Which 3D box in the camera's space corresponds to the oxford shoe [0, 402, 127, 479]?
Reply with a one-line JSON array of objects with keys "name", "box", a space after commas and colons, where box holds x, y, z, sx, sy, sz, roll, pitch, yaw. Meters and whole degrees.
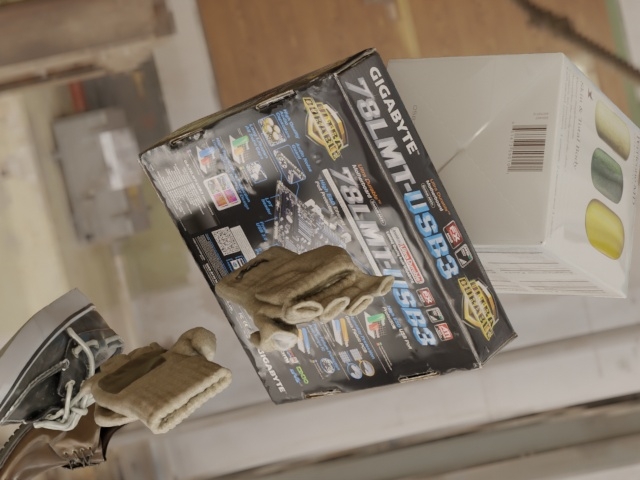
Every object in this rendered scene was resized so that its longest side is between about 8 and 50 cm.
[{"name": "oxford shoe", "box": [-0.323, 0.257, 1.928, 0.227, 0.096, 0.083, -39, 157, -17]}]

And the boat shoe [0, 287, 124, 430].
[{"name": "boat shoe", "box": [-0.270, 0.137, 1.527, 0.113, 0.105, 0.306, -48, -178, 9]}]

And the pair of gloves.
[{"name": "pair of gloves", "box": [-0.074, 0.081, 1.221, 0.240, 0.042, 0.204, -35, -164, -24]}]

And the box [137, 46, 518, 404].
[{"name": "box", "box": [0.000, 0.000, 1.418, 0.293, 0.295, 0.073, -18, -166, 46]}]

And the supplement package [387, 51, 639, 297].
[{"name": "supplement package", "box": [0.202, -0.062, 1.613, 0.198, 0.199, 0.263, 1, 167, 29]}]
